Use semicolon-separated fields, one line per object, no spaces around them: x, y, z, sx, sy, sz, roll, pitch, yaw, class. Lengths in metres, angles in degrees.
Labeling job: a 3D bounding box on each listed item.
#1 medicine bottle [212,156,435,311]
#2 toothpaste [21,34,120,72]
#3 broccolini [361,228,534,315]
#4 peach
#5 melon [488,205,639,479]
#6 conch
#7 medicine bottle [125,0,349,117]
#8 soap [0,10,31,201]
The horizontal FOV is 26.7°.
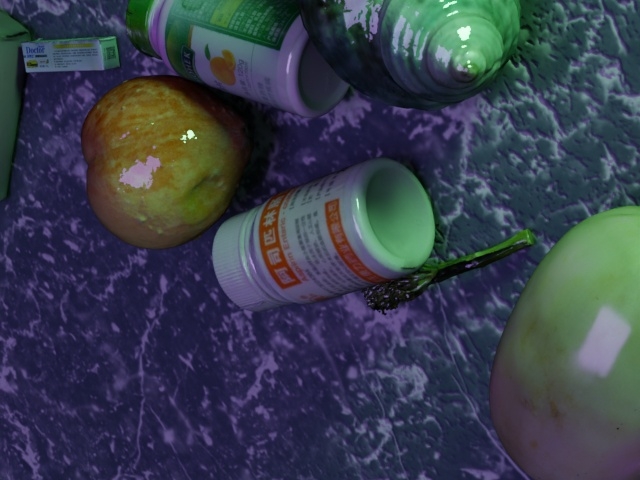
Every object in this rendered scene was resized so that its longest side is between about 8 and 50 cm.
0.000;0.000;1.581;0.252;0.144;0.144;-20;92;44;medicine bottle
-0.342;-0.255;1.839;0.164;0.034;0.046;4;108;38;toothpaste
0.142;0.031;1.543;0.239;0.051;0.054;-24;45;40;broccolini
-0.180;-0.101;1.657;0.232;0.232;0.232;14;114;35;peach
0.293;0.110;1.327;0.223;0.223;0.317;36;120;24;melon
0.100;-0.224;1.388;0.195;0.220;0.277;-38;40;3;conch
-0.098;-0.239;1.583;0.274;0.133;0.133;22;118;33;medicine bottle
-0.565;-0.233;1.986;0.285;0.107;0.296;31;123;25;soap
